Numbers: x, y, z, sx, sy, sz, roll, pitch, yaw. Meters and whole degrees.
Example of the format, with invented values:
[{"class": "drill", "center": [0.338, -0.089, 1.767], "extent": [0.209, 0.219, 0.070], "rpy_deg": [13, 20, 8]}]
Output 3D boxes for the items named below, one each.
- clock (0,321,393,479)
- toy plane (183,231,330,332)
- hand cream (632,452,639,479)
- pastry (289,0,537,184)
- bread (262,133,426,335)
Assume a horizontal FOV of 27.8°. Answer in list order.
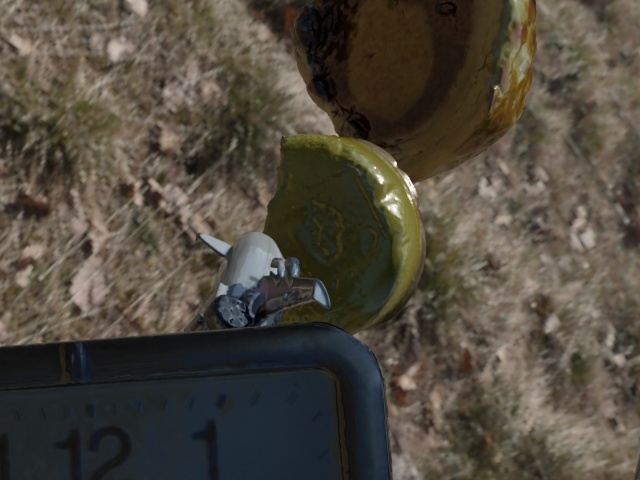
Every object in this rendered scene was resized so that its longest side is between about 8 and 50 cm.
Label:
[{"class": "clock", "center": [-0.098, 0.182, 0.578], "extent": [0.273, 0.049, 0.279], "rpy_deg": [-4, 85, 3]}, {"class": "toy plane", "center": [-0.049, 0.051, 0.736], "extent": [0.065, 0.162, 0.171], "rpy_deg": [27, 38, -24]}, {"class": "hand cream", "center": [0.195, 0.127, 0.683], "extent": [0.055, 0.088, 0.256], "rpy_deg": [30, 52, -3]}, {"class": "pastry", "center": [0.119, -0.181, 1.272], "extent": [0.170, 0.256, 0.237], "rpy_deg": [2, 55, -52]}, {"class": "bread", "center": [0.008, 0.006, 0.902], "extent": [0.125, 0.156, 0.086], "rpy_deg": [24, 9, 11]}]
